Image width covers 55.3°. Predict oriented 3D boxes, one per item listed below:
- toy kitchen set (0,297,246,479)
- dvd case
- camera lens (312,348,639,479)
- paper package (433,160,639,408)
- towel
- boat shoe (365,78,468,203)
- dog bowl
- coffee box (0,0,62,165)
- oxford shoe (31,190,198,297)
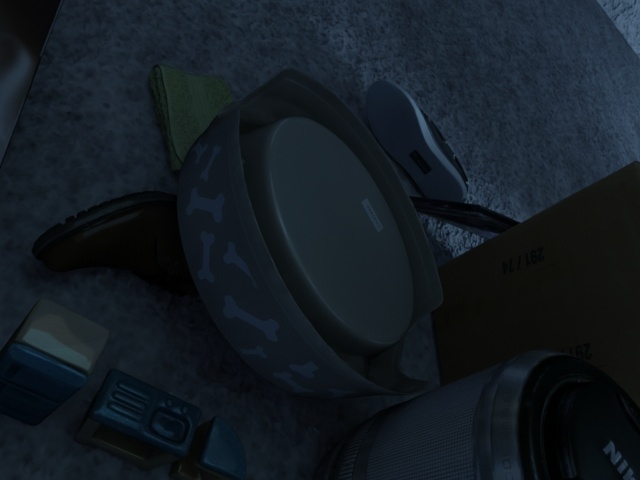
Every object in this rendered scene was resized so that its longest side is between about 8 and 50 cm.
[{"bbox_3d":[-0.152,0.173,0.426,0.207,0.122,0.166,32,46,-20],"label":"toy kitchen set"},{"bbox_3d":[0.245,-0.019,0.882,0.221,0.165,0.018,19,89,-32],"label":"dvd case"},{"bbox_3d":[0.144,0.232,0.528,0.220,0.274,0.219,21,51,-29],"label":"camera lens"},{"bbox_3d":[0.311,0.118,0.711,0.168,0.325,0.309,20,52,-30],"label":"paper package"},{"bbox_3d":[-0.138,-0.138,0.715,0.110,0.027,0.148,1,62,-41],"label":"towel"},{"bbox_3d":[0.156,-0.153,0.944,0.228,0.080,0.076,51,34,-1],"label":"boat shoe"},{"bbox_3d":[0.000,0.000,0.627,0.349,0.102,0.348,40,36,-38],"label":"dog bowl"},{"bbox_3d":[-0.325,-0.164,0.504,0.168,0.119,0.297,21,51,-28],"label":"coffee box"},{"bbox_3d":[-0.146,0.008,0.572,0.227,0.083,0.096,-9,71,-43],"label":"oxford shoe"}]
